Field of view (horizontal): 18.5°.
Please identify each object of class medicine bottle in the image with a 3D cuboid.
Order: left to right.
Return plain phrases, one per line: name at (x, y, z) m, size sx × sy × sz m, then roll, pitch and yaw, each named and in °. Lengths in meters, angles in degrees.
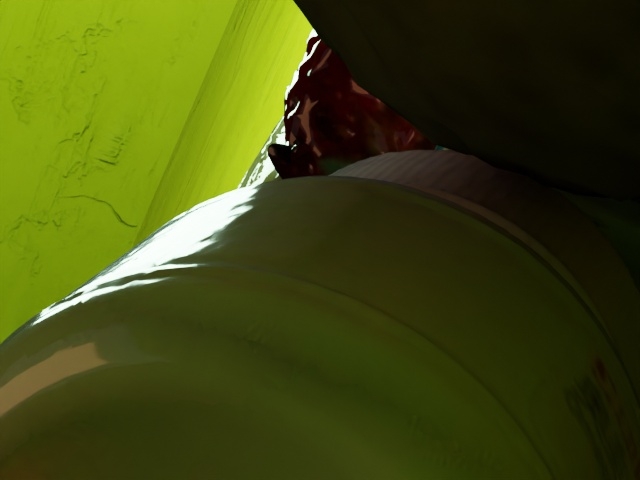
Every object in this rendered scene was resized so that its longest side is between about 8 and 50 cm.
medicine bottle at (0.008, 0.093, 0.754) m, size 0.241 × 0.241 × 0.302 m, roll -66°, pitch -10°, yaw 23°

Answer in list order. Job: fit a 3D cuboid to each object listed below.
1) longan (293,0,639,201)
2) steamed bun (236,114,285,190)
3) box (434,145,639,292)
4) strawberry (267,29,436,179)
longan at (0.145, -0.207, 0.778) m, size 0.391 × 0.391 × 0.391 m, roll -161°, pitch 90°, yaw -78°
steamed bun at (0.000, 0.000, 1.670) m, size 0.273 × 0.166 × 0.232 m, roll -57°, pitch 5°, yaw 33°
box at (0.123, 0.041, 0.924) m, size 0.073 × 0.194 × 0.139 m, roll -70°, pitch 3°, yaw -68°
strawberry at (0.111, -0.058, 1.060) m, size 0.258 × 0.261 × 0.261 m, roll -73°, pitch 9°, yaw -53°
